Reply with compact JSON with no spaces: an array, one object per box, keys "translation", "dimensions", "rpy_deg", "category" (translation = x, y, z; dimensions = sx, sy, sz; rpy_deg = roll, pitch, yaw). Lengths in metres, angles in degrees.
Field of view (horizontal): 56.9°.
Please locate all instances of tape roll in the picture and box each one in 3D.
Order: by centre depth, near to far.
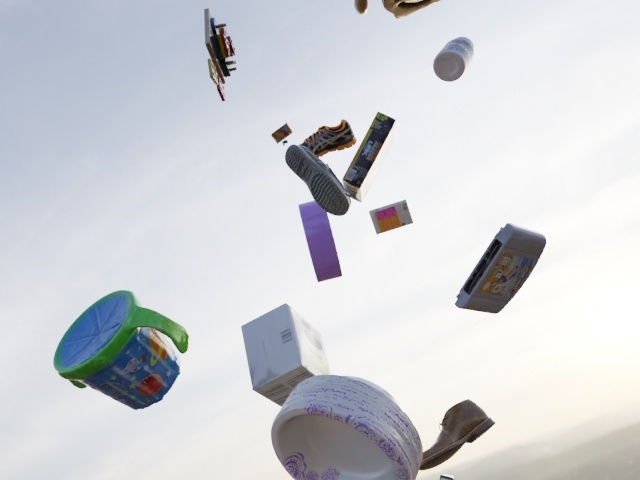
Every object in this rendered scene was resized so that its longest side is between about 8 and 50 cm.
[{"translation":[0.000,0.000,1.993],"dimensions":[0.090,0.274,0.275],"rpy_deg":[-14,-23,-1],"category":"tape roll"}]

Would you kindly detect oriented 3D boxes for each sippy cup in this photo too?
[{"translation":[-0.458,0.274,1.395],"dimensions":[0.240,0.305,0.224],"rpy_deg":[-52,-54,-23],"category":"sippy cup"}]

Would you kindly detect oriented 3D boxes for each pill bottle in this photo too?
[{"translation":[0.327,-0.443,1.431],"dimensions":[0.078,0.078,0.137],"rpy_deg":[-44,7,42],"category":"pill bottle"}]

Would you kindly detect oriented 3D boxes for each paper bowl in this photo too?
[{"translation":[0.058,0.379,1.144],"dimensions":[0.284,0.284,0.148],"rpy_deg":[-42,6,39],"category":"paper bowl"}]

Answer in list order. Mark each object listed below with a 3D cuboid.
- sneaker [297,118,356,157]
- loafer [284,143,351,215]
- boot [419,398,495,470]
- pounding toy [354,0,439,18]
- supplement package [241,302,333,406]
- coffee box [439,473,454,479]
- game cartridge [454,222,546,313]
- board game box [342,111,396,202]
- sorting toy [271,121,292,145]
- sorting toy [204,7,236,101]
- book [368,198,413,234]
[{"translation":[0.002,-0.308,1.813],"dimensions":[0.215,0.084,0.083],"rpy_deg":[-21,-58,-9],"category":"sneaker"},{"translation":[0.007,-0.174,1.620],"dimensions":[0.087,0.251,0.094],"rpy_deg":[-19,-25,-46],"category":"loafer"},{"translation":[0.390,0.592,1.805],"dimensions":[0.305,0.115,0.112],"rpy_deg":[-22,-31,-31],"category":"boot"},{"translation":[0.199,-0.650,1.431],"dimensions":[0.270,0.154,0.154],"rpy_deg":[-22,-11,7],"category":"pounding toy"},{"translation":[-0.083,0.312,1.557],"dimensions":[0.149,0.194,0.203],"rpy_deg":[-28,-41,12],"category":"supplement package"},{"translation":[0.339,0.746,1.636],"dimensions":[0.040,0.184,0.113],"rpy_deg":[7,-17,18],"category":"coffee box"},{"translation":[0.547,0.093,1.776],"dimensions":[0.198,0.062,0.297],"rpy_deg":[14,-65,-31],"category":"game cartridge"},{"translation":[0.109,-0.181,1.314],"dimensions":[0.170,0.048,0.141],"rpy_deg":[-62,-10,-5],"category":"board game box"},{"translation":[-0.109,-0.313,1.772],"dimensions":[0.062,0.012,0.083],"rpy_deg":[-40,-26,1],"category":"sorting toy"},{"translation":[-0.244,-0.475,1.458],"dimensions":[0.046,0.274,0.132],"rpy_deg":[-11,-32,4],"category":"sorting toy"},{"translation":[0.262,-0.088,2.191],"dimensions":[0.144,0.035,0.096],"rpy_deg":[-16,-63,11],"category":"book"}]
